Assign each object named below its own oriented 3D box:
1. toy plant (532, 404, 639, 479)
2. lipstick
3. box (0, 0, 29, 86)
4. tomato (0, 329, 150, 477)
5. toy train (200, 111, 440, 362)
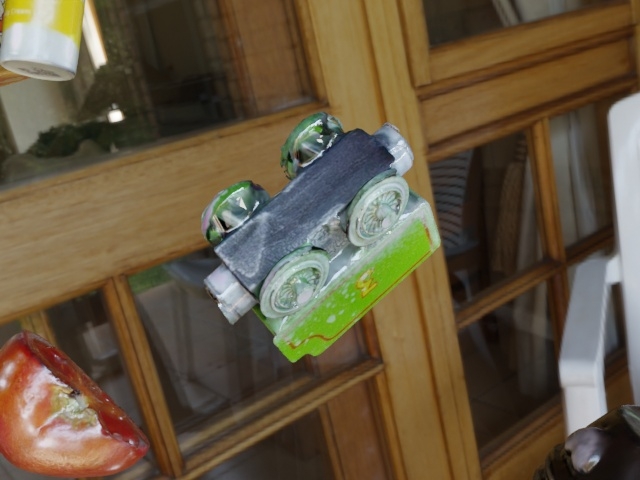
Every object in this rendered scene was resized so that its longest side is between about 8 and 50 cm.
[{"bbox_3d":[0.274,0.286,0.663,0.176,0.235,0.218,20,18,-10],"label":"toy plant"},{"bbox_3d":[-0.206,-0.261,0.557,0.059,0.263,0.059,5,-4,0],"label":"lipstick"},{"bbox_3d":[-0.506,-0.290,0.817,0.214,0.259,0.283,-12,13,20],"label":"box"},{"bbox_3d":[-0.352,0.238,0.940,0.139,0.233,0.200,-44,3,-11],"label":"tomato"},{"bbox_3d":[0.000,0.000,0.912,0.307,0.249,0.173,-41,57,-8],"label":"toy train"}]
